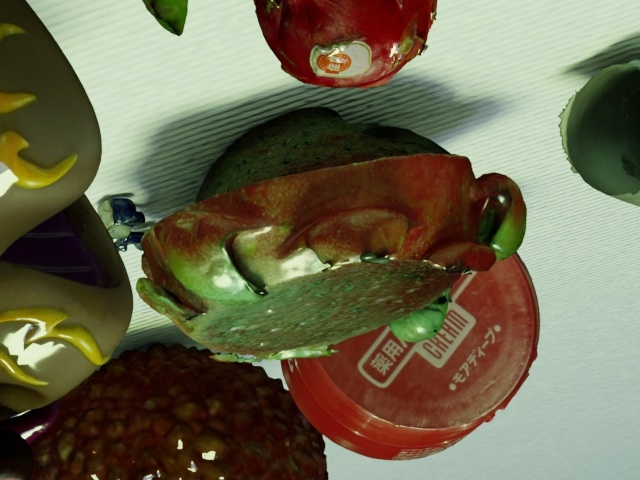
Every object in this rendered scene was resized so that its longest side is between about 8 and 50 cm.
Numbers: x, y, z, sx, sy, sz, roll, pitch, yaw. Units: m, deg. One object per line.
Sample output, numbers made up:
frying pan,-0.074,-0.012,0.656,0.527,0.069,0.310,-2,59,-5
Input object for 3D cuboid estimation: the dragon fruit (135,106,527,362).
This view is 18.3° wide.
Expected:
dragon fruit,0.000,0.000,1.352,0.268,0.130,0.295,-21,162,18

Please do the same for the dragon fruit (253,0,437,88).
dragon fruit,-0.007,-0.130,1.006,0.094,0.094,0.190,-22,157,26

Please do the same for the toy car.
toy car,-0.208,-0.024,0.968,0.240,0.271,0.341,-40,160,13

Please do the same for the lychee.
lychee,-0.120,0.222,1.770,0.264,0.264,0.300,-23,141,30

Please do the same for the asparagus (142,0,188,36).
asparagus,-0.091,-0.154,0.952,0.034,0.027,0.236,6,164,6

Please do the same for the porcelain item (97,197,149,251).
porcelain item,-0.150,0.000,1.436,0.075,0.021,0.136,-7,163,-36

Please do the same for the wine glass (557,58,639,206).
wine glass,0.264,-0.070,1.373,0.204,0.111,0.111,2,158,-47

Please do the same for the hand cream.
hand cream,0.066,0.072,1.554,0.193,0.193,0.125,-9,162,-15
